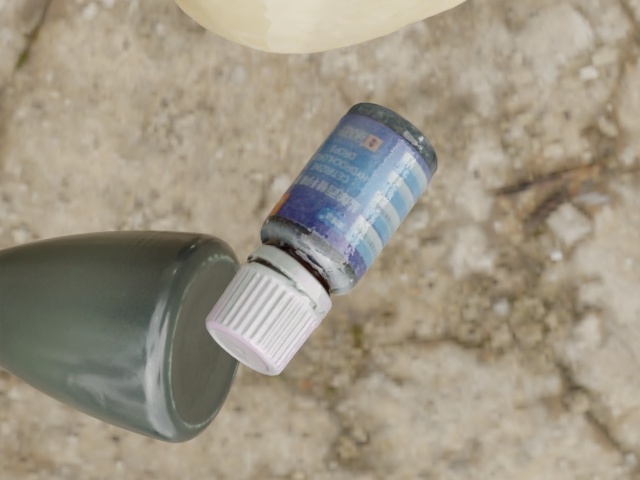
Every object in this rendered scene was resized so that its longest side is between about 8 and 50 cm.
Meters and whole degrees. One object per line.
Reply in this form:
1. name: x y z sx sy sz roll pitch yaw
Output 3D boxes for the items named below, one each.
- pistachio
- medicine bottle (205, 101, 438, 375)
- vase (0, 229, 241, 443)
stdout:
1. pistachio: 0.019 -0.264 1.356 0.317 0.193 0.214 -4 96 -7
2. medicine bottle: 0.000 0.000 1.180 0.083 0.203 0.083 32 163 11
3. vase: -0.238 0.061 1.396 0.321 0.173 0.173 8 133 20
